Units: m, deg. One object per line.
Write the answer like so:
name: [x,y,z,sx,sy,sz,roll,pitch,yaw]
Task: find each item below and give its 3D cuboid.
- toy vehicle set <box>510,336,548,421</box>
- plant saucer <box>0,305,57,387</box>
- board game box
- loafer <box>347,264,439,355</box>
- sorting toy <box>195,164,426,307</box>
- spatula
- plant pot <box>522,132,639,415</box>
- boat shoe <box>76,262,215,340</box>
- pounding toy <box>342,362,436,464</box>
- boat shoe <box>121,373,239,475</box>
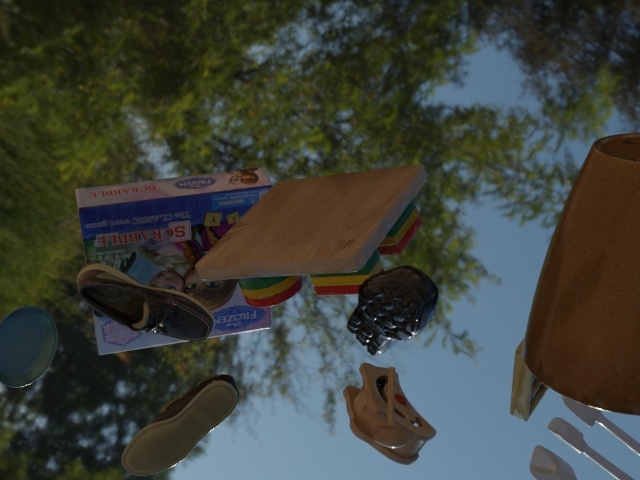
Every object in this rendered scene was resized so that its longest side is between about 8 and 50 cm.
toy vehicle set: [0.438,0.197,1.724,0.267,0.035,0.166,-43,140,-40]
plant saucer: [-0.432,0.151,1.304,0.021,0.119,0.119,10,-113,33]
board game box: [-0.243,0.039,1.565,0.066,0.318,0.318,-115,-158,-51]
loafer: [0.081,0.061,0.923,0.078,0.076,0.223,-42,173,-16]
sorting toy: [0.000,0.000,1.284,0.255,0.089,0.257,-4,-152,31]
spatula: [0.418,0.334,1.357,0.019,0.242,0.168,-23,-146,54]
plant pot: [0.348,0.021,0.985,0.237,0.237,0.254,-112,-161,-66]
boat shoe: [-0.267,0.108,1.373,0.080,0.223,0.073,-58,-163,20]
pounding toy: [0.155,0.323,1.759,0.155,0.154,0.269,-57,-161,18]
boat shoe: [-0.229,0.305,1.500,0.227,0.081,0.069,-36,-169,5]
